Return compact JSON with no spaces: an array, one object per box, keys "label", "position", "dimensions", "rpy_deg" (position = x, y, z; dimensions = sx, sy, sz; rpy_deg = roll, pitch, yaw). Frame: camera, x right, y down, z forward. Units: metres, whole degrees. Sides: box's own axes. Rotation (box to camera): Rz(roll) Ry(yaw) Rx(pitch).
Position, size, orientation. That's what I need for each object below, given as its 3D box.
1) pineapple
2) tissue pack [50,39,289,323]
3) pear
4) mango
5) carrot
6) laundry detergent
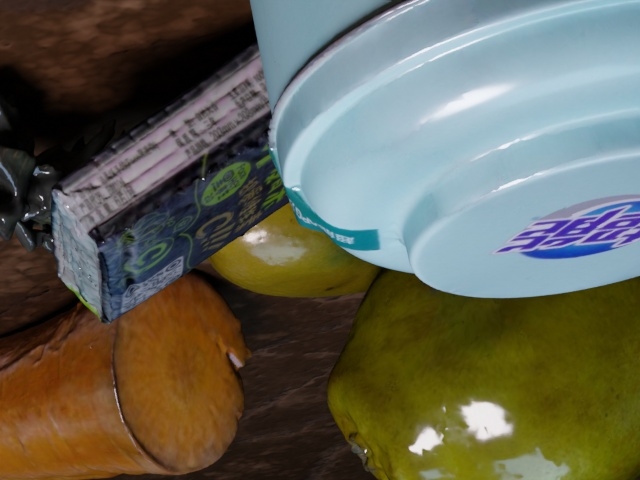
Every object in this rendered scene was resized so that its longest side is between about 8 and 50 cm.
[{"label":"pineapple","position":[-0.264,-0.037,1.304],"dimensions":[0.310,0.141,0.170],"rpy_deg":[0,129,-46]},{"label":"tissue pack","position":[-0.073,-0.050,1.322],"dimensions":[0.235,0.073,0.173],"rpy_deg":[-36,166,-15]},{"label":"pear","position":[0.161,0.097,1.566],"dimensions":[0.321,0.269,0.269],"rpy_deg":[-20,162,-13]},{"label":"mango","position":[-0.007,0.001,1.601],"dimensions":[0.137,0.091,0.237],"rpy_deg":[-15,160,24]},{"label":"carrot","position":[-0.218,0.131,1.770],"dimensions":[0.254,0.196,0.196],"rpy_deg":[-11,163,33]},{"label":"laundry detergent","position":[0.101,-0.144,0.955],"dimensions":[0.287,0.305,0.287],"rpy_deg":[-10,159,-4]}]
